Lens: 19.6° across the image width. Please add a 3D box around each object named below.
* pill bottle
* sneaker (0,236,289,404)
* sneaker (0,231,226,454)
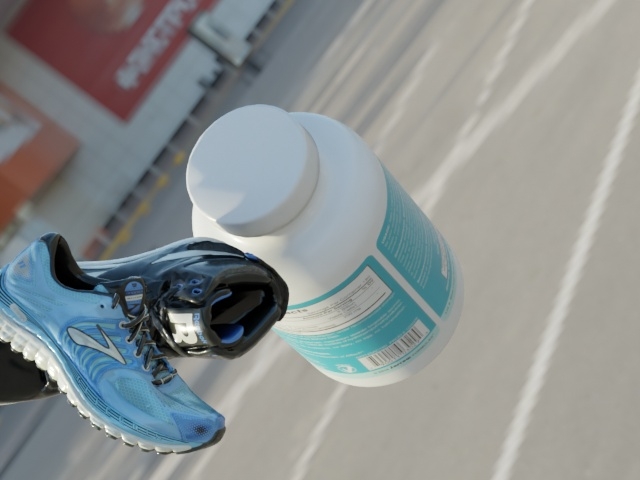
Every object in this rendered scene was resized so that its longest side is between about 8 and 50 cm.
[{"bbox_3d":[0.000,0.000,1.366,0.146,0.146,0.264,-54,-34,-7],"label":"pill bottle"},{"bbox_3d":[-0.122,0.051,1.175,0.217,0.079,0.121,-22,17,-26],"label":"sneaker"},{"bbox_3d":[-0.116,0.057,1.038,0.073,0.162,0.063,-53,-8,12],"label":"sneaker"}]
